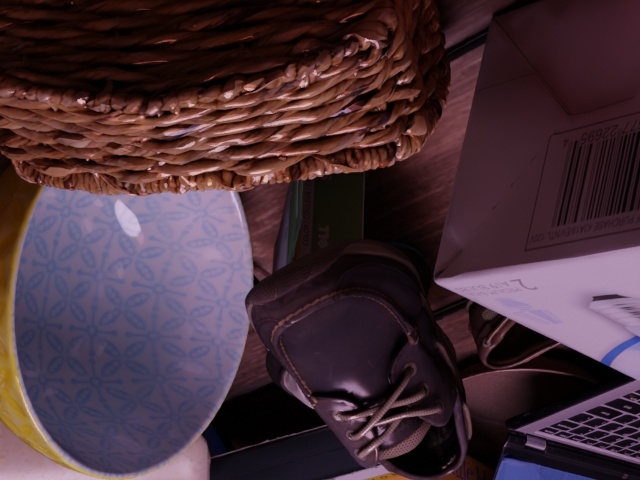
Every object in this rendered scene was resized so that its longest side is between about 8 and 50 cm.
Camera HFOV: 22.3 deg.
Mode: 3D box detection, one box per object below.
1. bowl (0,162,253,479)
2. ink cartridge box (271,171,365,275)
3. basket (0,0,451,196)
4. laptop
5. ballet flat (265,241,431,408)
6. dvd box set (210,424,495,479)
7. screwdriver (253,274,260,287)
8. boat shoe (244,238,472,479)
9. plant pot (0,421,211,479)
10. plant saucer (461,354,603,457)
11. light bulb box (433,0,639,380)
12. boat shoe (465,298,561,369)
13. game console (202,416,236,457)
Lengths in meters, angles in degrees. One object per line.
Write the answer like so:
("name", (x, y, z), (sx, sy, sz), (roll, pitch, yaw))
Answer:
("bowl", (-0.200, 0.038, 1.311), (0.156, 0.289, 0.289), (5, 153, 36))
("ink cartridge box", (0.000, 0.000, 1.353), (0.062, 0.109, 0.209), (7, 146, -5))
("basket", (-0.068, -0.106, 1.102), (0.299, 0.213, 0.223), (-3, 145, 11))
("laptop", (0.365, 0.304, 1.619), (0.382, 0.236, 0.408), (19, 145, -39))
("ballet flat", (0.016, 0.103, 1.521), (0.095, 0.096, 0.280), (13, 146, -17))
("dvd box set", (0.060, 0.304, 1.747), (0.307, 0.062, 0.420), (-19, 147, 29))
("screwdriver", (-0.040, 0.078, 1.475), (0.025, 0.024, 0.170), (-33, 96, 29))
("boat shoe", (0.055, 0.107, 1.305), (0.132, 0.130, 0.355), (-32, 152, 9))
("plant pot", (-0.264, 0.170, 1.487), (0.305, 0.334, 0.334), (-3, 148, -10))
("plant saucer", (0.207, 0.165, 1.652), (0.198, 0.036, 0.199), (3, 148, 2))
("light bulb box", (0.338, -0.026, 1.102), (0.361, 0.225, 0.358), (25, 159, -29))
("boat shoe", (0.235, 0.045, 1.412), (0.095, 0.095, 0.257), (25, 141, -30))
("game console", (-0.140, 0.220, 1.737), (0.107, 0.071, 0.122), (4, 146, -2))
